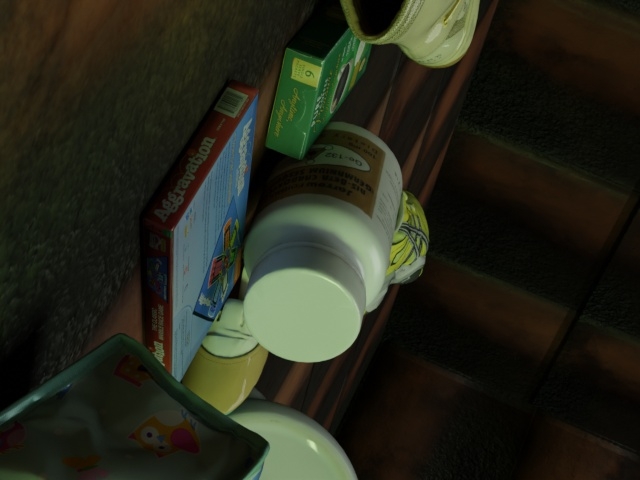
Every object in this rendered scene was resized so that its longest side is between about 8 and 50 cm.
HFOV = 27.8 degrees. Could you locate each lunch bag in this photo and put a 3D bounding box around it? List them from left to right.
[{"bbox_3d":[-0.170,0.216,0.749,0.262,0.160,0.223,-40,158,-48],"label":"lunch bag"}]

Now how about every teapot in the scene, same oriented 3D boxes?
[{"bbox_3d":[-0.088,0.278,1.282,0.256,0.252,0.187,-45,-171,-18],"label":"teapot"}]

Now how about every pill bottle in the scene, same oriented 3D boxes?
[{"bbox_3d":[0.000,0.000,1.183,0.229,0.131,0.131,-75,-177,-54],"label":"pill bottle"}]

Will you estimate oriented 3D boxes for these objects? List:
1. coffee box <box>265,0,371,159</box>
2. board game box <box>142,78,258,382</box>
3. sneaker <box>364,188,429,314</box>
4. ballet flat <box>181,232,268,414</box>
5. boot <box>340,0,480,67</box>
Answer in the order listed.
[{"bbox_3d":[0.008,-0.169,1.209,0.184,0.040,0.113,-58,167,-48],"label":"coffee box"},{"bbox_3d":[-0.100,0.008,1.059,0.281,0.027,0.145,101,15,-58],"label":"board game box"},{"bbox_3d":[0.093,-0.019,1.861,0.384,0.145,0.147,-52,164,-67],"label":"sneaker"},{"bbox_3d":[-0.079,0.064,1.236,0.232,0.080,0.073,-71,169,-47],"label":"ballet flat"},{"bbox_3d":[0.087,-0.295,1.165,0.203,0.095,0.261,-3,102,-66],"label":"boot"}]
